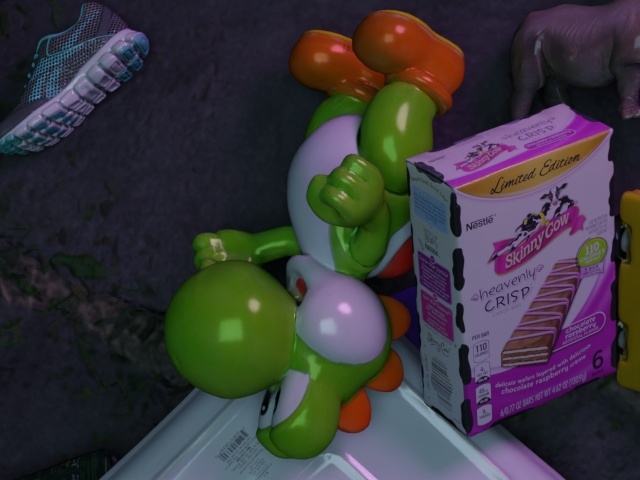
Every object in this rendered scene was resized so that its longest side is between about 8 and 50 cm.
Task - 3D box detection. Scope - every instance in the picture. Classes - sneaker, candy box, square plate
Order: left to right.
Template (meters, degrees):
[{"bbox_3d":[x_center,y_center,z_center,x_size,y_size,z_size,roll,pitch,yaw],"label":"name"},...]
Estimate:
[{"bbox_3d":[-0.231,-0.144,1.651,0.166,0.065,0.076,-40,71,2],"label":"sneaker"},{"bbox_3d":[0.006,0.242,1.562,0.344,0.049,0.347,43,77,10],"label":"square plate"},{"bbox_3d":[0.159,0.024,1.519,0.159,0.071,0.233,-21,122,-25],"label":"candy box"}]

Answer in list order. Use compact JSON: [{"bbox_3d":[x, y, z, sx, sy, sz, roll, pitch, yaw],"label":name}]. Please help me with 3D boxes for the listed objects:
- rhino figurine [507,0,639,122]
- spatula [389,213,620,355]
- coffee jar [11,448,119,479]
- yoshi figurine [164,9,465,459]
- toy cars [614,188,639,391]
[{"bbox_3d":[0.262,-0.155,1.553,0.243,0.073,0.106,-8,94,34],"label":"rhino figurine"},{"bbox_3d":[0.159,0.043,1.625,0.296,0.030,0.084,-28,89,6],"label":"spatula"},{"bbox_3d":[-0.259,0.252,1.640,0.184,0.096,0.079,-16,134,6],"label":"coffee jar"},{"bbox_3d":[-0.019,-0.010,1.522,0.203,0.203,0.362,10,76,18],"label":"yoshi figurine"},{"bbox_3d":[0.363,0.122,1.576,0.176,0.087,0.393,-36,89,43],"label":"toy cars"}]
